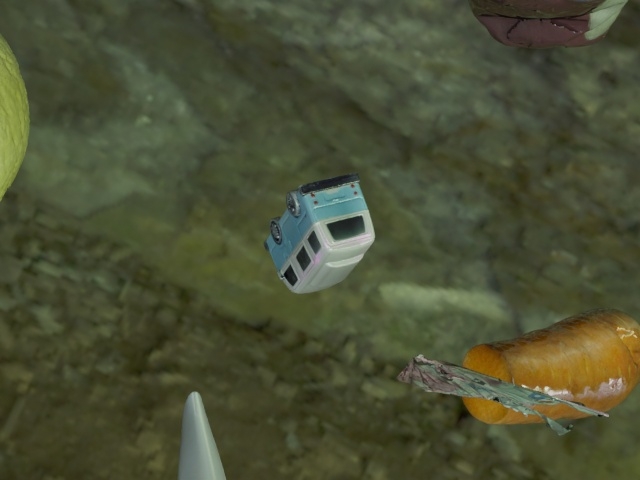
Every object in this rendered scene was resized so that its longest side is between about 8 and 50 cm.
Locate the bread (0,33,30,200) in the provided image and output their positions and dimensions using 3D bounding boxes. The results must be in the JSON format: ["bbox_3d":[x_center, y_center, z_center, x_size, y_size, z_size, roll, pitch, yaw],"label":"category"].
[{"bbox_3d":[-0.536,-0.165,1.797,0.320,0.320,0.237,25,26,-8],"label":"bread"}]

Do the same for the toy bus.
[{"bbox_3d":[0.000,0.000,1.166,0.060,0.075,0.123,-14,-18,-24],"label":"toy bus"}]

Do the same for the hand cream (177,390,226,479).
[{"bbox_3d":[-0.085,0.222,1.037,0.048,0.079,0.255,-1,34,-9],"label":"hand cream"}]

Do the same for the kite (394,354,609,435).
[{"bbox_3d":[0.096,0.084,0.737,0.139,0.011,0.156,6,-17,44],"label":"kite"}]

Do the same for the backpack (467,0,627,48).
[{"bbox_3d":[0.216,-0.355,1.281,0.197,0.317,0.283,3,0,5],"label":"backpack"}]

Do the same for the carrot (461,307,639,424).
[{"bbox_3d":[0.193,0.107,1.089,0.087,0.087,0.193,31,31,35],"label":"carrot"}]
